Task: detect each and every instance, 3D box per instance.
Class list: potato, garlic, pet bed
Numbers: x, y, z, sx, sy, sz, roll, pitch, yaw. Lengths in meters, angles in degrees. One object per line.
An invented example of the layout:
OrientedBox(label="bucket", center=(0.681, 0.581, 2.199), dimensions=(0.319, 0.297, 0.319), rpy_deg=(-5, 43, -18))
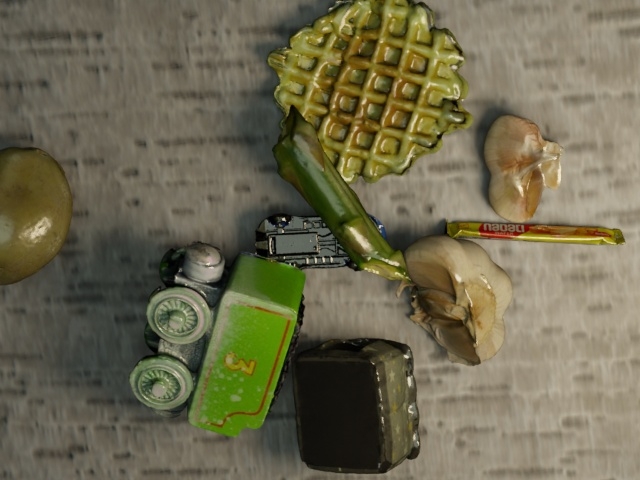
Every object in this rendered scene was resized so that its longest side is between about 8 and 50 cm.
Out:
OrientedBox(label="potato", center=(-0.500, -0.041, 1.928), dimensions=(0.178, 0.160, 0.235), rpy_deg=(20, 84, -38))
OrientedBox(label="garlic", center=(0.321, -0.114, 1.908), dimensions=(0.124, 0.099, 0.174), rpy_deg=(6, 99, 17))
OrientedBox(label="pet bed", center=(0.067, 0.264, 1.949), dimensions=(0.183, 0.159, 0.210), rpy_deg=(-3, 97, 29))
OrientedBox(label="garlic", center=(0.227, 0.079, 1.922), dimensions=(0.143, 0.178, 0.229), rpy_deg=(-40, 115, -23))

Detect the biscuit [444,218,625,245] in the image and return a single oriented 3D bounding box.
OrientedBox(label="biscuit", center=(0.348, -0.010, 1.943), dimensions=(0.292, 0.048, 0.026), rpy_deg=(2, 127, 2))

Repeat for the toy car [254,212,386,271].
OrientedBox(label="toy car", center=(0.000, 0.000, 1.953), dimensions=(0.216, 0.063, 0.103), rpy_deg=(-3, 97, -2))

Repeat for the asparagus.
OrientedBox(label="asparagus", center=(0.026, -0.058, 1.880), dimensions=(0.085, 0.082, 0.343), rpy_deg=(-34, 91, -36))

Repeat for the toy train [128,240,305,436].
OrientedBox(label="toy train", center=(-0.165, 0.158, 1.911), dimensions=(0.249, 0.173, 0.307), rpy_deg=(17, 116, -3))

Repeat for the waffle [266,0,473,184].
OrientedBox(label="waffle", center=(0.080, -0.245, 1.912), dimensions=(0.317, 0.073, 0.297), rpy_deg=(-28, 90, 13))
